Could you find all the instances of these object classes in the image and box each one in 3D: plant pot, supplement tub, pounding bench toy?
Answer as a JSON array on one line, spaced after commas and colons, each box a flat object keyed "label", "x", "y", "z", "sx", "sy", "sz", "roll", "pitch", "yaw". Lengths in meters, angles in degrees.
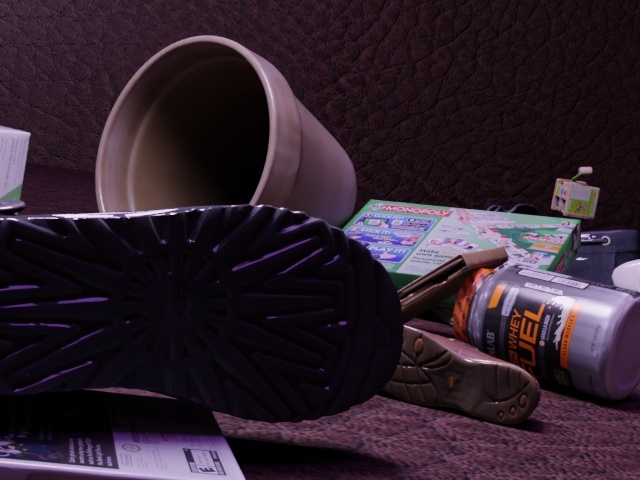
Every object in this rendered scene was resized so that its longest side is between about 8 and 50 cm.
[{"label": "plant pot", "x": -0.105, "y": -0.088, "z": 1.758, "sx": 0.323, "sy": 0.323, "sz": 0.280, "roll": 13, "pitch": -4, "yaw": 38}, {"label": "supplement tub", "x": 0.243, "y": 0.092, "z": 1.328, "sx": 0.190, "sy": 0.117, "sz": 0.117, "roll": 12, "pitch": 6, "yaw": 37}, {"label": "pounding bench toy", "x": 0.413, "y": -0.083, "z": 2.030, "sx": 0.052, "sy": 0.083, "sz": 0.065, "roll": 7, "pitch": 12, "yaw": -14}]

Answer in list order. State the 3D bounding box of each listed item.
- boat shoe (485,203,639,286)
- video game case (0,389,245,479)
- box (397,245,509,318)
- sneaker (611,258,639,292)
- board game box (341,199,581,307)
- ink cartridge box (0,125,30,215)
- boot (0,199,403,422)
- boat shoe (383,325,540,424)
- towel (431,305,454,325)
[{"label": "boat shoe", "x": 0.313, "y": 0.010, "z": 2.124, "sx": 0.500, "sy": 0.156, "sz": 0.186, "roll": 11, "pitch": 7, "yaw": 33}, {"label": "video game case", "x": -0.145, "y": 0.128, "z": 0.805, "sx": 0.173, "sy": 0.022, "sz": 0.190, "roll": 8, "pitch": 6, "yaw": -13}, {"label": "box", "x": 0.124, "y": 0.060, "z": 1.448, "sx": 0.164, "sy": 0.021, "sz": 0.201, "roll": -33, "pitch": -9, "yaw": 19}, {"label": "sneaker", "x": 0.443, "y": 0.057, "z": 1.620, "sx": 0.152, "sy": 0.054, "sz": 0.061, "roll": 14, "pitch": 10, "yaw": 36}, {"label": "board game box", "x": 0.172, "y": 0.018, "z": 1.711, "sx": 0.317, "sy": 0.046, "sz": 0.213, "roll": 6, "pitch": 27, "yaw": 26}, {"label": "ink cartridge box", "x": -0.522, "y": -0.092, "z": 1.757, "sx": 0.093, "sy": 0.154, "sz": 0.212, "roll": 15, "pitch": 7, "yaw": 34}, {"label": "boot", "x": -0.200, "y": 0.038, "z": 0.997, "sx": 0.367, "sy": 0.146, "sz": 0.445, "roll": 10, "pitch": -5, "yaw": -30}, {"label": "boat shoe", "x": 0.113, "y": 0.120, "z": 1.136, "sx": 0.178, "sy": 0.064, "sz": 0.060, "roll": 18, "pitch": 3, "yaw": 19}, {"label": "towel", "x": 0.216, "y": 0.103, "z": 1.647, "sx": 0.110, "sy": 0.027, "sz": 0.148, "roll": 8, "pitch": 5, "yaw": -18}]
